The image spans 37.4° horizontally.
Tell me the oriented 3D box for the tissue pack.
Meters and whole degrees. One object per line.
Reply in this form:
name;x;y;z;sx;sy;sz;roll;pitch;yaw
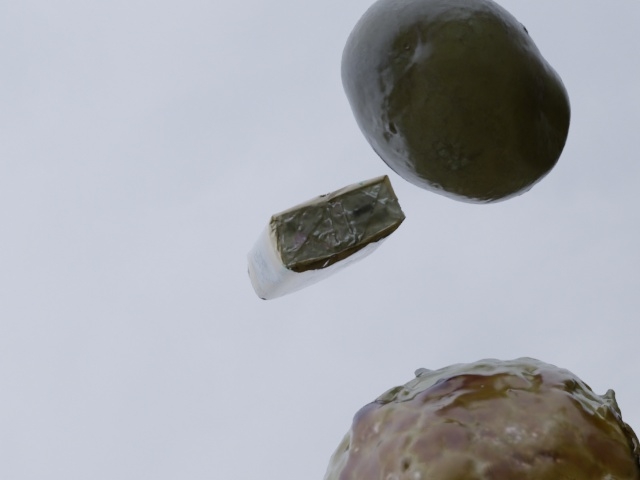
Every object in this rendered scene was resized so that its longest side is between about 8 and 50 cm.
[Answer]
tissue pack;0.000;0.000;1.277;0.186;0.090;0.222;-22;-7;-16

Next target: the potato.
potato;0.126;-0.128;0.851;0.235;0.160;0.178;22;-84;-29

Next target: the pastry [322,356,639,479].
pastry;0.109;0.170;0.702;0.255;0.170;0.237;-13;-19;2
